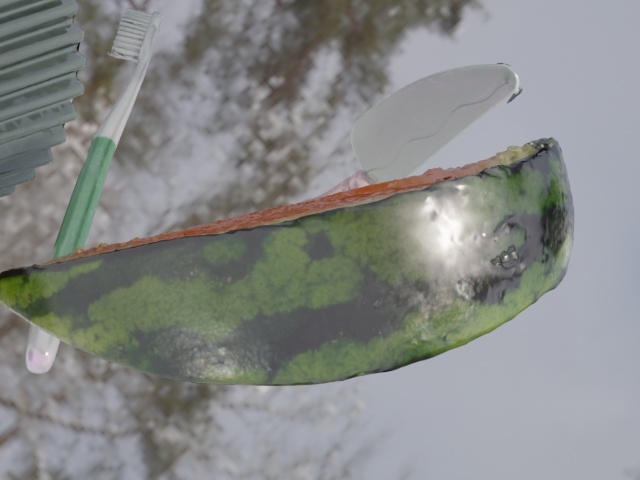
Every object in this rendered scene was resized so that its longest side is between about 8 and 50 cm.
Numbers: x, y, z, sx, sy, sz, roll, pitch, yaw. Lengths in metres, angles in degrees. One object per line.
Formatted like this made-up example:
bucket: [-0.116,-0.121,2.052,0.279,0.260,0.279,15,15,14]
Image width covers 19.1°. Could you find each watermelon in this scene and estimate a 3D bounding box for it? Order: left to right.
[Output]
watermelon: [0.000,0.005,0.727,0.119,0.245,0.063,-149,-133,-64]

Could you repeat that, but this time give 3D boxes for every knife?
knife: [0.057,-0.073,1.685,0.081,0.043,0.336,47,-49,1]

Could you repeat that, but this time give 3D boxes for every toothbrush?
toothbrush: [-0.110,-0.033,0.929,0.024,0.257,0.018,13,-45,-3]

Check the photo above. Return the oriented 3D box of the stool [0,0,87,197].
stool: [-0.379,-0.132,1.464,0.297,0.330,0.297,4,-75,16]
